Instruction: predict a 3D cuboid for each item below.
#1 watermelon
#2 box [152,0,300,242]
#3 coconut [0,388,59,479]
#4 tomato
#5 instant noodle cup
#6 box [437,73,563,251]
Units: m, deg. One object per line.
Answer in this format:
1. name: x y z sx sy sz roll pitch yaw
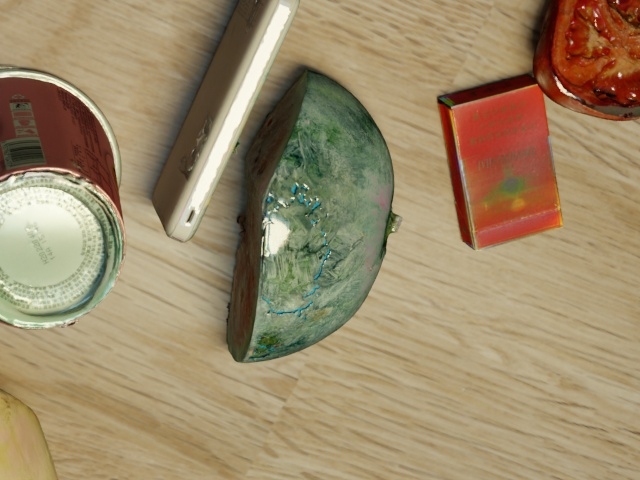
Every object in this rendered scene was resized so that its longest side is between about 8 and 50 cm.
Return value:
1. watermelon: 0.006 0.000 1.955 0.175 0.188 0.321 2 113 -11
2. box: -0.100 -0.142 1.904 0.044 0.142 0.285 21 101 -19
3. coconut: -0.419 0.297 1.884 0.353 0.352 0.352 -5 109 -13
4. tomato: 0.302 -0.193 2.016 0.174 0.082 0.166 27 63 -21
5. instant noodle cup: -0.293 -0.029 1.833 0.244 0.255 0.244 -6 112 -14
6. box: 0.200 -0.086 2.053 0.112 0.048 0.175 -15 110 -12
